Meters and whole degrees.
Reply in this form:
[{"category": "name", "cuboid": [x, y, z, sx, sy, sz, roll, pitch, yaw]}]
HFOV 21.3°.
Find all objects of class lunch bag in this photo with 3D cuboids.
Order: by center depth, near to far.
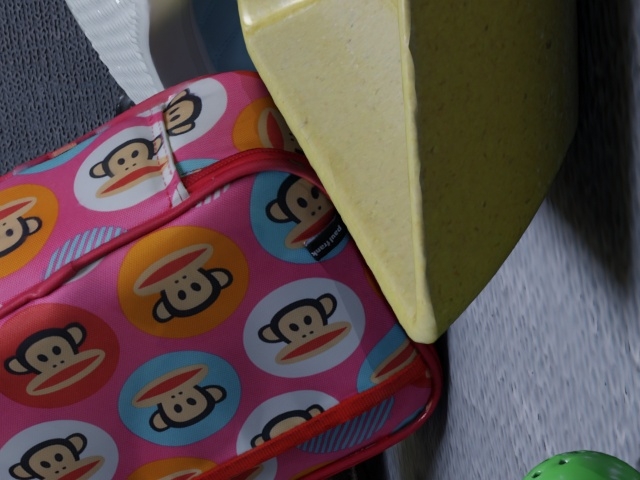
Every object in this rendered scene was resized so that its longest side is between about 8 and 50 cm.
[{"category": "lunch bag", "cuboid": [-0.092, 0.070, 0.907, 0.258, 0.293, 0.120, 58, -173, -41]}]

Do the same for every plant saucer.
[{"category": "plant saucer", "cuboid": [0.021, -0.180, 0.660, 0.333, 0.081, 0.333, -118, 21, -60]}]

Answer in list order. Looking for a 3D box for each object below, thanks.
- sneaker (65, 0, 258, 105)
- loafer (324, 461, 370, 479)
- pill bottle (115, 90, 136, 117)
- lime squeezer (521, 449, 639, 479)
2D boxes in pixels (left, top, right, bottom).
[{"category": "sneaker", "cuboid": [-0.074, -0.182, 0.933, 0.135, 0.150, 0.366, 44, 169, 14]}, {"category": "loafer", "cuboid": [-0.031, 0.164, 1.157, 0.134, 0.130, 0.366, 0, 86, 41]}, {"category": "pill bottle", "cuboid": [-0.083, -0.059, 1.249, 0.123, 0.122, 0.219, -169, 68, -79]}, {"category": "lime squeezer", "cuboid": [0.112, 0.141, 0.621, 0.110, 0.059, 0.310, 37, 148, 25]}]
